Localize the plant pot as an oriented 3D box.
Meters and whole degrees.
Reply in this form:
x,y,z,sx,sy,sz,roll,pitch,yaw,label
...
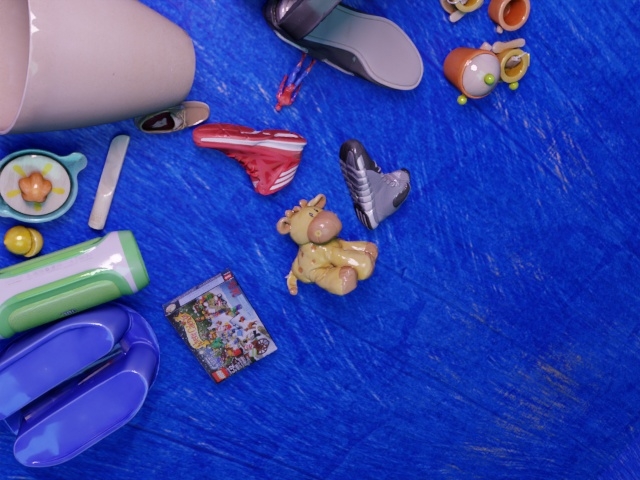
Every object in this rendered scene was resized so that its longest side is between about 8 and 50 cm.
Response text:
x,y,z,sx,sy,sz,roll,pitch,yaw,label
-0.340,-0.281,0.990,0.274,0.256,0.256,-4,121,-41,plant pot

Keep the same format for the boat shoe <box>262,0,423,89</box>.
x,y,z,sx,sy,sz,roll,pitch,yaw,label
0.047,-0.368,1.198,0.335,0.095,0.112,16,96,-35,boat shoe

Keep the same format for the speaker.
x,y,z,sx,sy,sz,roll,pitch,yaw,label
-0.470,0.078,1.186,0.296,0.131,0.131,-20,124,-13,speaker

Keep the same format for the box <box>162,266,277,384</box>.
x,y,z,sx,sy,sz,roll,pitch,yaw,label
-0.212,0.189,1.415,0.159,0.044,0.233,-31,126,-6,box

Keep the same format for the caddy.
x,y,z,sx,sy,sz,roll,pitch,yaw,label
-0.478,0.265,1.264,0.341,0.179,0.241,-32,102,-4,caddy

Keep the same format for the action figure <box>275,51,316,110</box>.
x,y,z,sx,sy,sz,roll,pitch,yaw,label
-0.051,-0.293,1.222,0.038,0.030,0.115,26,105,-29,action figure

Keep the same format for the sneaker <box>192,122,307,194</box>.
x,y,z,sx,sy,sz,roll,pitch,yaw,label
-0.137,-0.145,1.234,0.221,0.087,0.128,2,115,-24,sneaker

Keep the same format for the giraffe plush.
x,y,z,sx,sy,sz,roll,pitch,yaw,label
0.000,0.000,1.354,0.210,0.181,0.170,-6,115,19,giraffe plush

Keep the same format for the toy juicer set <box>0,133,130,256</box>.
x,y,z,sx,sy,sz,roll,pitch,yaw,label
-0.481,-0.062,1.123,0.329,0.089,0.209,-9,121,-20,toy juicer set

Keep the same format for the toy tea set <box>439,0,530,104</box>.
x,y,z,sx,sy,sz,roll,pitch,yaw,label
0.338,-0.427,1.261,0.200,0.124,0.336,-20,124,-13,toy tea set

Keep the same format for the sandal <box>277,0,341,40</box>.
x,y,z,sx,sy,sz,roll,pitch,yaw,label
0.084,-0.479,0.920,0.107,0.167,0.446,42,95,-18,sandal

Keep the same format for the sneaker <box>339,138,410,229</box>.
x,y,z,sx,sy,sz,roll,pitch,yaw,label
0.122,-0.138,1.365,0.132,0.086,0.229,-29,136,-12,sneaker

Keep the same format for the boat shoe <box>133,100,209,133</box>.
x,y,z,sx,sy,sz,roll,pitch,yaw,label
-0.259,-0.213,1.163,0.135,0.045,0.050,-16,123,-15,boat shoe
